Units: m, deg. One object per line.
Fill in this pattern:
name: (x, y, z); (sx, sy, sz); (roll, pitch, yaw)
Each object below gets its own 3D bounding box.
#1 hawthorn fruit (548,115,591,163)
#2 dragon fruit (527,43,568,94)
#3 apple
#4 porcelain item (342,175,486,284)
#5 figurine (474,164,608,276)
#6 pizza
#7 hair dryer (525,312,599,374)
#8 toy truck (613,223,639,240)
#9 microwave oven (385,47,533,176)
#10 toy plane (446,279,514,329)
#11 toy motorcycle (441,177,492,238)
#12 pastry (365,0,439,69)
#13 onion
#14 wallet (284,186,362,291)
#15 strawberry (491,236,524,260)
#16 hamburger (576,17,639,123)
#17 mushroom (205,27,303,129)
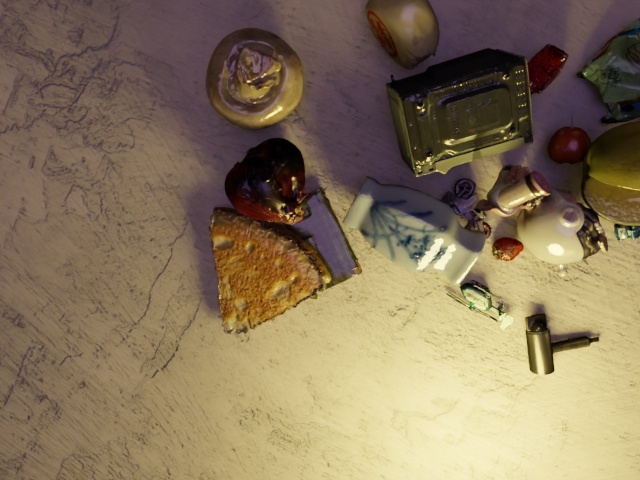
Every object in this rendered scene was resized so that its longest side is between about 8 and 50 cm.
hawthorn fruit: (0.767, -0.292, 1.481); (0.125, 0.125, 0.140); (25, 131, -1)
dragon fruit: (0.683, -0.529, 1.482); (0.102, 0.096, 0.147); (47, 128, 6)
apple: (0.877, -0.186, 1.349); (0.255, 0.292, 0.291); (6, 99, 15)
porcelain item: (0.283, -0.034, 1.490); (0.406, 0.178, 0.242); (27, 124, 1)
figurine: (0.671, -0.072, 1.472); (0.362, 0.253, 0.211); (34, 115, -8)
pizza: (-0.162, 0.093, 1.588); (0.393, 0.080, 0.434); (-4, 101, 14)
hair dryer: (0.808, 0.325, 1.611); (0.249, 0.078, 0.195); (-10, 97, -6)
toy truck: (0.982, -0.028, 1.532); (0.073, 0.090, 0.056); (-19, 96, 5)
microwave oven: (0.402, -0.371, 1.408); (0.355, 0.218, 0.286); (-15, 118, 4)
toy plane: (0.540, 0.207, 1.603); (0.235, 0.060, 0.096); (31, 106, 1)
toy motorcycle: (0.466, -0.087, 1.553); (0.123, 0.080, 0.215); (-23, 97, 4)
pastry: (0.238, -0.625, 1.406); (0.133, 0.265, 0.264); (-38, 95, 5)
onion: (-0.159, -0.190, 1.503); (0.281, 0.221, 0.280); (0, 70, 1)
wallet: (0.000, 0.000, 1.603); (0.169, 0.044, 0.316); (-25, 96, 7)
strawberry: (0.608, 0.027, 1.565); (0.097, 0.083, 0.083); (-7, 98, -5)
hamburger: (0.945, -0.497, 1.438); (0.261, 0.150, 0.275); (-33, 96, 8)
mushroom: (-0.201, -0.477, 1.418); (0.298, 0.290, 0.297); (0, 99, 1)
